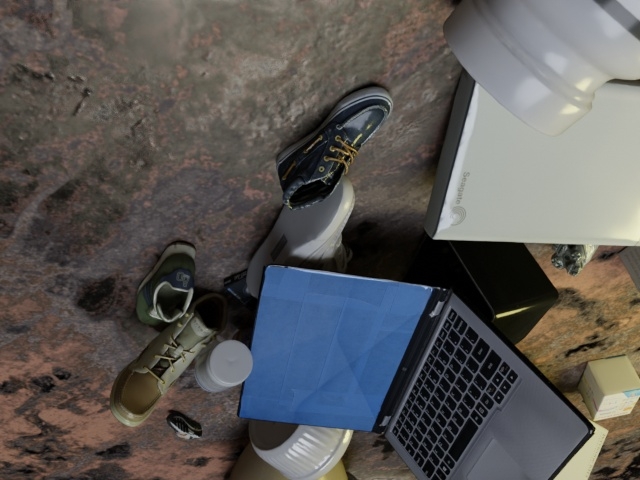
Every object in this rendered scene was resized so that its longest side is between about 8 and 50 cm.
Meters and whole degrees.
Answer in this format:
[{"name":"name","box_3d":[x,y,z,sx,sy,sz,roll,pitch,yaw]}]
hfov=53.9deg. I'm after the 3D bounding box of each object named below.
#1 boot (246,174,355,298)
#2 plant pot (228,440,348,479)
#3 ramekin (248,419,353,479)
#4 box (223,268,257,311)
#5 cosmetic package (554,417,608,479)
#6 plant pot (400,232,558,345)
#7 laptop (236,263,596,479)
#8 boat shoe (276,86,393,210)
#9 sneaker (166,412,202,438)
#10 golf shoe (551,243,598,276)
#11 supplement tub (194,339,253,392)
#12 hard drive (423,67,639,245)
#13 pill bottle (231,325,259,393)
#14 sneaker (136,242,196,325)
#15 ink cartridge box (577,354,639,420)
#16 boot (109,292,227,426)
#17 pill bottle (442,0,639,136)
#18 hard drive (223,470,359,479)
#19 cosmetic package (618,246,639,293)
[{"name":"boot","box_3d":[0.000,0.000,0.925,0.123,0.095,0.258,6,141,-37]},{"name":"plant pot","box_3d":[-0.064,0.506,1.369,0.284,0.284,0.191,2,106,-15]},{"name":"ramekin","box_3d":[-0.045,0.346,1.213,0.207,0.207,0.109,-36,124,26]},{"name":"box","box_3d":[-0.108,0.078,1.028,0.067,0.018,0.083,-23,137,15]},{"name":"cosmetic package","box_3d":[0.464,0.434,1.388,0.365,0.155,0.197,29,84,-39]},{"name":"plant pot","box_3d":[0.257,0.086,1.005,0.167,0.187,0.188,-7,141,-24]},{"name":"laptop","box_3d":[0.095,0.266,0.928,0.236,0.408,0.382,-18,140,-31]},{"name":"boat shoe","box_3d":[0.022,-0.110,0.792,0.183,0.083,0.065,-35,134,26]},{"name":"sneaker","box_3d":[-0.297,0.400,1.338,0.043,0.040,0.109,-21,138,14]},{"name":"golf shoe","box_3d":[0.426,-0.030,1.002,0.086,0.069,0.176,-26,141,-35]},{"name":"supplement tub","box_3d":[-0.153,0.198,0.987,0.071,0.071,0.107,9,159,-21]},{"name":"hard drive","box_3d":[0.334,-0.104,0.847,0.353,0.047,0.233,2,119,-13]},{"name":"pill bottle","box_3d":[-0.035,0.181,1.084,0.216,0.121,0.121,-21,138,11]},{"name":"sneaker","box_3d":[-0.241,0.093,0.965,0.064,0.086,0.192,14,134,-25]},{"name":"ink cartridge box","box_3d":[0.657,0.341,1.435,0.092,0.090,0.143,-11,139,0]},{"name":"boot","box_3d":[-0.231,0.178,0.985,0.077,0.213,0.165,44,118,-10]},{"name":"pill bottle","box_3d":[0.292,-0.281,0.560,0.210,0.210,0.363,20,131,-30]},{"name":"hard drive","box_3d":[-0.058,0.629,1.542,0.339,0.064,0.237,1,175,-14]},{"name":"cosmetic package","box_3d":[0.647,0.062,1.069,0.183,0.151,0.151,21,130,-30]}]
